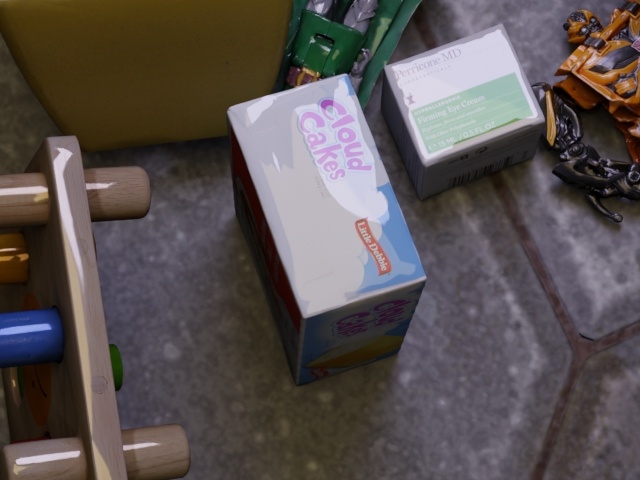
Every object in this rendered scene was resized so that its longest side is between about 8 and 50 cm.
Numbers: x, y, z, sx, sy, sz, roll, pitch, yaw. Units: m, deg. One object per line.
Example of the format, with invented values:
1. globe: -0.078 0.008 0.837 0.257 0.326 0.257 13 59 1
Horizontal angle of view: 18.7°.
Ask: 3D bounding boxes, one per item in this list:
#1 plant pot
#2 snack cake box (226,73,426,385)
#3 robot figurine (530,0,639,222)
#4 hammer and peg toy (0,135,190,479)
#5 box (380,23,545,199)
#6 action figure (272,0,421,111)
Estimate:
1. plant pot: -0.129 -0.185 1.439 0.212 0.187 0.212 -7 47 -3
2. snack cake box: 0.000 0.000 1.378 0.089 0.264 0.152 -18 78 -6
3. robot figurine: 0.304 -0.085 1.496 0.291 0.085 0.211 42 78 8
4. hammer and peg toy: -0.177 0.132 1.349 0.127 0.266 0.361 -4 75 -21
5. box: 0.107 -0.098 1.487 0.101 0.102 0.087 -21 76 -4
6. action figure: 0.004 -0.147 1.496 0.137 0.063 0.232 23 98 13
